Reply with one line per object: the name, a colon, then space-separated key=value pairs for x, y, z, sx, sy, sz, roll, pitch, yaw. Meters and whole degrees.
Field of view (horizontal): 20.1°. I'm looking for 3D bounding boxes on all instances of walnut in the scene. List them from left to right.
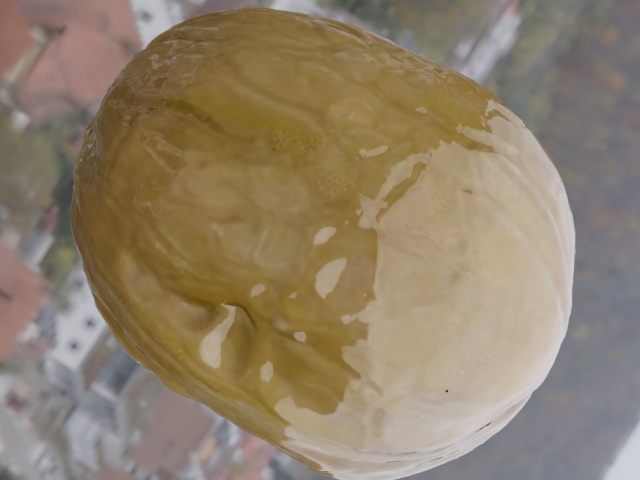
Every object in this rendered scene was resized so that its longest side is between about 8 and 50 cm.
walnut: x=0.000 y=0.000 z=0.776 sx=0.193 sy=0.226 sz=0.193 roll=-58 pitch=165 yaw=-25
